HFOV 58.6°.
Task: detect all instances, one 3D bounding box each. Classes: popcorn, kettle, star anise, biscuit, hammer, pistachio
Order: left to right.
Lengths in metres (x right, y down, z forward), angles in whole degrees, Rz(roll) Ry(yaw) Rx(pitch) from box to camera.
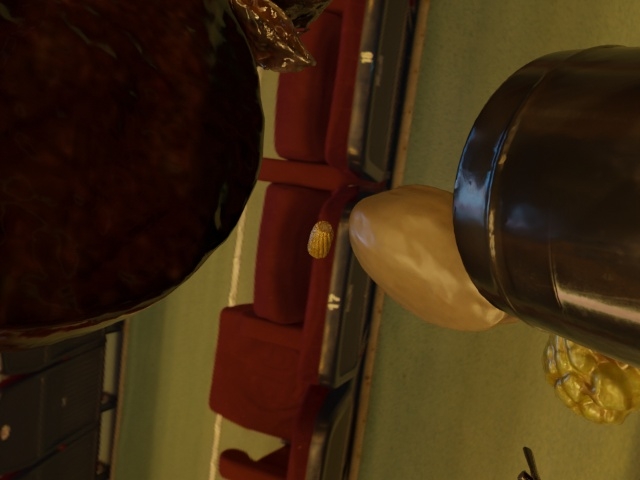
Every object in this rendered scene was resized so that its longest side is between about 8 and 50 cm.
[{"bbox_3d":[-0.211,-0.132,0.351,0.091,0.407,0.407,-25,81,38],"label":"biscuit"},{"bbox_3d":[-0.145,-0.318,0.757,0.331,0.332,0.117,58,152,15],"label":"star anise"},{"bbox_3d":[0.120,0.016,0.601,0.226,0.136,0.135,32,110,40],"label":"pistachio"},{"bbox_3d":[0.382,0.409,1.034,0.065,0.178,0.021,38,103,8],"label":"hammer"},{"bbox_3d":[0.529,0.192,1.033,0.270,0.224,0.257,-31,53,4],"label":"popcorn"},{"bbox_3d":[0.308,-0.023,0.358,0.324,0.321,0.228,27,140,58],"label":"kettle"}]

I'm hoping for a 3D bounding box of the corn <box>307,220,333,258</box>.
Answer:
[{"bbox_3d":[0.000,0.000,0.864,0.037,0.037,0.092,54,159,17],"label":"corn"}]
